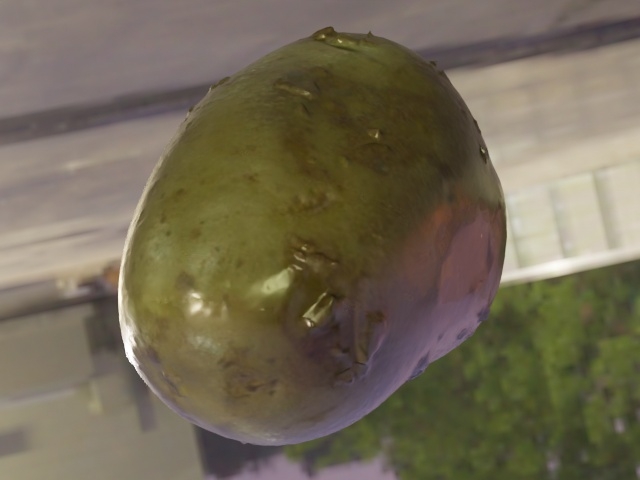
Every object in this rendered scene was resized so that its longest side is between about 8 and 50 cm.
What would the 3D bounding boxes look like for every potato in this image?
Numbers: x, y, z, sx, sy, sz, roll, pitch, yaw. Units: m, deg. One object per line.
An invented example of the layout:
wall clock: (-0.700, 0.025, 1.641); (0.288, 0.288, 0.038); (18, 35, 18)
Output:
potato: (0.000, 0.000, 1.024); (0.173, 0.210, 0.307); (9, -155, 22)
